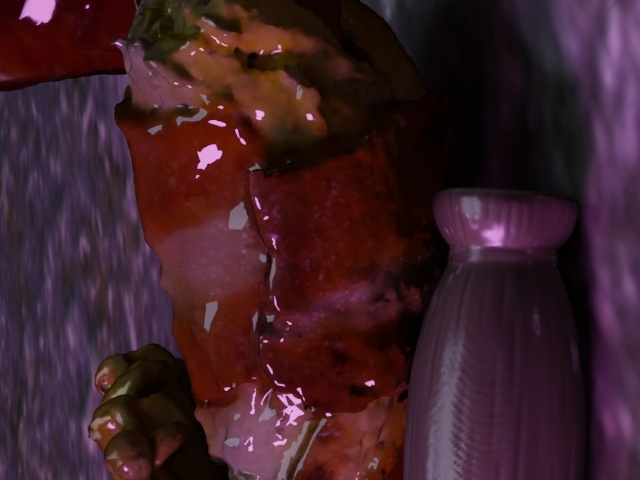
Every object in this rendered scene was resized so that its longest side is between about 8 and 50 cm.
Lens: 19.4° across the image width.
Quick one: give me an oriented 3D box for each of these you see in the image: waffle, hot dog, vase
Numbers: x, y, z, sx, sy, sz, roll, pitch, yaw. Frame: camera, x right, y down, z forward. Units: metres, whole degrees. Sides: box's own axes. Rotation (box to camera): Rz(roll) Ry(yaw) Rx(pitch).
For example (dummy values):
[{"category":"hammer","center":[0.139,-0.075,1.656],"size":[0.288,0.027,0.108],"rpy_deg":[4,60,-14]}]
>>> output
[{"category":"waffle","center":[-0.026,0.122,0.655],"size":[0.191,0.038,0.191],"rpy_deg":[62,-179,-2]},{"category":"hot dog","center":[0.000,0.000,0.601],"size":[0.146,0.103,0.213],"rpy_deg":[-89,-15,-70]},{"category":"vase","center":[0.052,0.036,0.548],"size":[0.053,0.053,0.101],"rpy_deg":[168,106,-68]}]

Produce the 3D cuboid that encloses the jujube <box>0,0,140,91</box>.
[{"category":"jujube","center":[-0.118,-0.193,0.839],"size":[0.183,0.183,0.243],"rpy_deg":[-178,79,-68]}]
